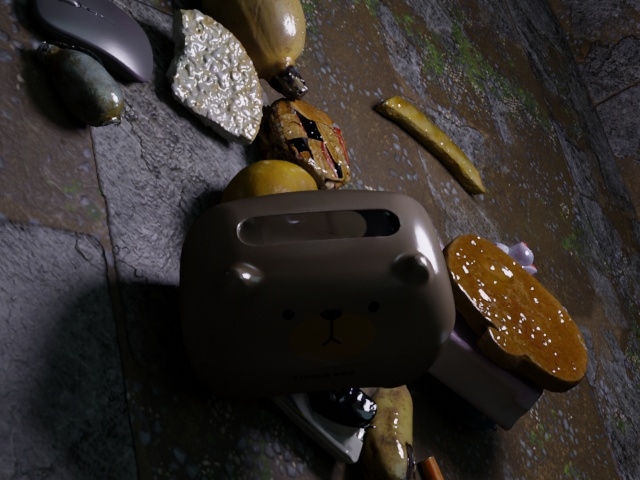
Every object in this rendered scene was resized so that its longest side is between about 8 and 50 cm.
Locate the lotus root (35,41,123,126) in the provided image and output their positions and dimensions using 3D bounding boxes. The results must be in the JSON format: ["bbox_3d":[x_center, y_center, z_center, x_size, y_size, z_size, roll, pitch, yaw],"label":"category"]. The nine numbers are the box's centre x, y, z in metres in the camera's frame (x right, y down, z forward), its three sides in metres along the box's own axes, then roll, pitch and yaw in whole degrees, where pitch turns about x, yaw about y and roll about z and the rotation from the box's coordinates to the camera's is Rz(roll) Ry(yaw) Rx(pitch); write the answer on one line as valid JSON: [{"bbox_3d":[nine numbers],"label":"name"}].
[{"bbox_3d":[-0.359,-0.240,1.390,0.165,0.088,0.088,49,33,1],"label":"lotus root"}]

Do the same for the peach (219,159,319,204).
[{"bbox_3d":[-0.061,-0.021,1.562,0.251,0.153,0.251,25,55,-42],"label":"peach"}]

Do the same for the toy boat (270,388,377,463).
[{"bbox_3d":[-0.001,0.233,1.466,0.269,0.141,0.140,57,31,-29],"label":"toy boat"}]

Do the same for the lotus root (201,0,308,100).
[{"bbox_3d":[-0.114,-0.400,1.746,0.183,0.183,0.310,-10,74,-56],"label":"lotus root"}]

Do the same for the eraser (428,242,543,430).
[{"bbox_3d":[0.278,0.167,1.817,0.359,0.122,0.272,38,30,-9],"label":"eraser"}]

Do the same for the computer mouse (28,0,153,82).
[{"bbox_3d":[-0.359,-0.341,1.483,0.232,0.057,0.120,29,44,-40],"label":"computer mouse"}]

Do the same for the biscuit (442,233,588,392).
[{"bbox_3d":[0.366,0.150,1.771,0.367,0.063,0.314,43,34,-2],"label":"biscuit"}]

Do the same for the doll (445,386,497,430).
[{"bbox_3d":[0.309,0.324,1.859,0.152,0.085,0.114,53,11,7],"label":"doll"}]

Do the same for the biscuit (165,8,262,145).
[{"bbox_3d":[-0.194,-0.287,1.635,0.188,0.040,0.265,-28,97,-37],"label":"biscuit"}]

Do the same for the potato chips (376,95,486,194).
[{"bbox_3d":[0.280,-0.244,2.272,0.407,0.057,0.080,37,53,-33],"label":"potato chips"}]

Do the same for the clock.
[{"bbox_3d":[0.439,0.112,2.133,0.189,0.189,0.254,-12,69,-56],"label":"clock"}]

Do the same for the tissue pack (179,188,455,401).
[{"bbox_3d":[-0.008,0.067,1.317,0.387,0.277,0.267,-3,50,-8],"label":"tissue pack"}]

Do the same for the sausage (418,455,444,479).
[{"bbox_3d":[0.215,0.450,1.681,0.031,0.031,0.107,-10,73,-56],"label":"sausage"}]

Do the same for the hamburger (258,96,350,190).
[{"bbox_3d":[-0.026,-0.172,1.766,0.231,0.107,0.231,31,39,-28],"label":"hamburger"}]

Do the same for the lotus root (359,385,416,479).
[{"bbox_3d":[0.116,0.342,1.573,0.258,0.097,0.110,-80,167,-56],"label":"lotus root"}]
